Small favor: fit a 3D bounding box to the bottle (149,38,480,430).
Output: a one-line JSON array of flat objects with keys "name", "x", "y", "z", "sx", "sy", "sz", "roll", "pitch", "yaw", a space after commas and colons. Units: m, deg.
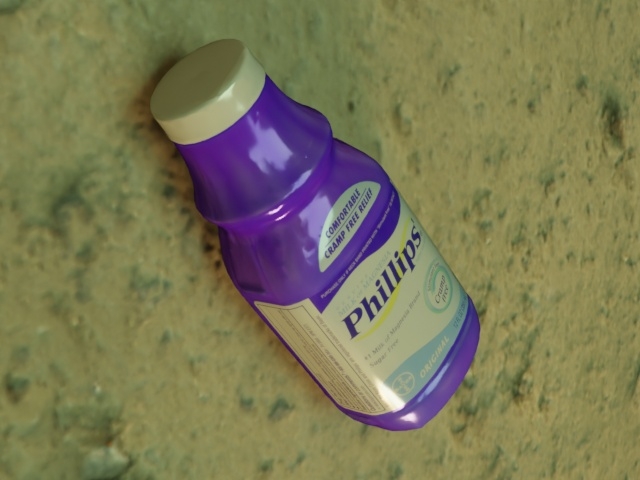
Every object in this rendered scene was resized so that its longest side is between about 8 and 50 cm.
[{"name": "bottle", "x": 0.000, "y": 0.000, "z": 0.768, "sx": 0.118, "sy": 0.092, "sz": 0.283, "roll": -55, "pitch": 129, "yaw": -25}]
